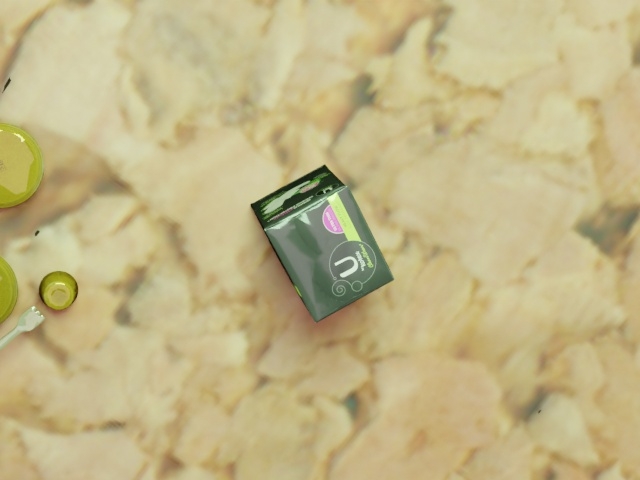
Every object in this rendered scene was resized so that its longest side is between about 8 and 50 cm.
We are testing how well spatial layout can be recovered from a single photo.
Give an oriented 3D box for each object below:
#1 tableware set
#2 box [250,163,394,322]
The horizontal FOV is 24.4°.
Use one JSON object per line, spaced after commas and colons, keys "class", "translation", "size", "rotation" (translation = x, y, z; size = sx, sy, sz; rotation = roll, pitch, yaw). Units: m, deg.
{"class": "tableware set", "translation": [-0.195, -0.017, 0.832], "size": [0.104, 0.024, 0.154], "rotation": [-37, 102, -3]}
{"class": "box", "translation": [0.000, 0.000, 0.828], "size": [0.052, 0.083, 0.062], "rotation": [-29, 103, -1]}
